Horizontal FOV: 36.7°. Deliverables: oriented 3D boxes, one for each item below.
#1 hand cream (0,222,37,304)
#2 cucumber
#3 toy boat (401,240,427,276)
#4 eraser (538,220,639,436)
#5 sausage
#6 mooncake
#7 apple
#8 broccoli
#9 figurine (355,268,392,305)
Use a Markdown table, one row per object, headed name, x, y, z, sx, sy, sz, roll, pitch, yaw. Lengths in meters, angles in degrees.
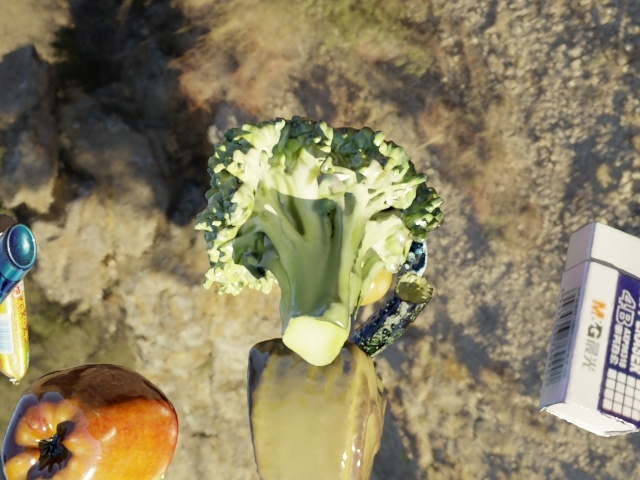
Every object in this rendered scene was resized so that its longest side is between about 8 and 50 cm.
| name | x | y | z | sx | sy | sz | roll | pitch | yaw |
| --- | --- | --- | --- | --- | --- | --- | --- | --- | --- |
| hand cream | -0.561 | 0.060 | 1.675 | 0.270 | 0.061 | 0.120 | -35 | 61 | 49 |
| cucumber | 0.117 | 0.169 | 1.861 | 0.081 | 0.072 | 0.303 | 62 | 142 | 24 |
| toy boat | 0.115 | -0.010 | 1.406 | 0.060 | 0.061 | 0.137 | -21 | 110 | 26 |
| eraser | 0.403 | 0.123 | 1.377 | 0.130 | 0.287 | 0.086 | 21 | 156 | -13 |
| sausage | -0.609 | 0.131 | 1.871 | 0.082 | 0.082 | 0.371 | 32 | 130 | 43 |
| mooncake | 0.005 | 0.333 | 1.923 | 0.246 | 0.394 | 0.393 | 1 | 113 | 8 |
| apple | -0.225 | 0.189 | 0.941 | 0.156 | 0.147 | 0.158 | 21 | 167 | 13 |
| broccoli | 0.000 | 0.000 | 0.936 | 0.243 | 0.247 | 0.263 | -93 | -10 | -46 |
| figurine | 0.027 | -0.016 | 1.717 | 0.285 | 0.167 | 0.342 | 59 | -176 | -5 |
